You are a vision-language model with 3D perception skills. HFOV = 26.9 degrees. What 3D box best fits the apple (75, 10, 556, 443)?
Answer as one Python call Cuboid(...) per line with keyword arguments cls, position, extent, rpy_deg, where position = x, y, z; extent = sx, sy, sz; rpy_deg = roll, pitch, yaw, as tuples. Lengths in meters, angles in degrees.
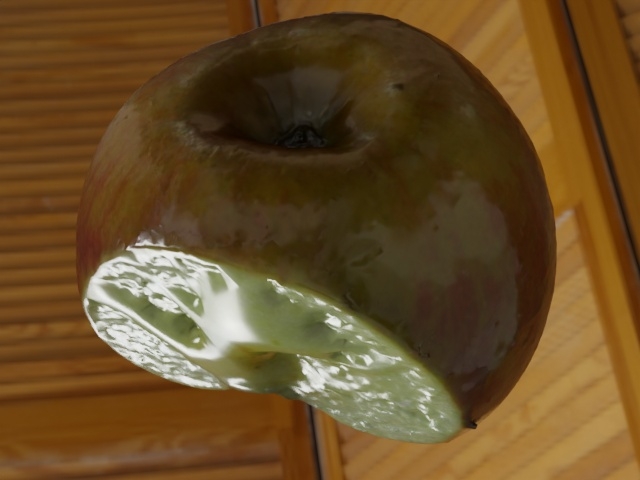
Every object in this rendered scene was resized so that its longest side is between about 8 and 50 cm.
Cuboid(cls="apple", position=(0.000, 0.000, 0.543), extent=(0.195, 0.160, 0.173), rpy_deg=(14, 137, 22))
